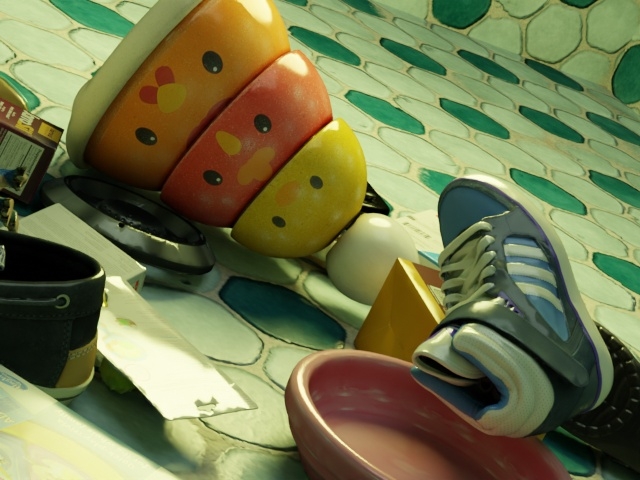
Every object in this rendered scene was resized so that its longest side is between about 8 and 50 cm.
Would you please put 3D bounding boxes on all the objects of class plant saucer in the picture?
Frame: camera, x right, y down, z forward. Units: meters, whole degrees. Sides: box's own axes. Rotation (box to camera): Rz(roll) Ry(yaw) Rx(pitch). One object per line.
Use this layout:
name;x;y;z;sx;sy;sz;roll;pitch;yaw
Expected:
plant saucer;0.107;0.234;1.720;0.332;0.084;0.332;23;18;-8

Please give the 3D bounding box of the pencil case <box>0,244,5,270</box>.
pencil case;-0.417;0.053;1.346;0.306;0.119;0.133;1;15;-21

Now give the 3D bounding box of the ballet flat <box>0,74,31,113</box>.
ballet flat;-0.476;-0.202;2.151;0.232;0.080;0.073;34;48;28

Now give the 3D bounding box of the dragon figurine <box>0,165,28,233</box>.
dragon figurine;-0.392;-0.042;1.745;0.144;0.085;0.289;11;25;-4

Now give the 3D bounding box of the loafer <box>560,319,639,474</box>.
loafer;0.385;0.227;2.101;0.366;0.134;0.130;41;-5;13

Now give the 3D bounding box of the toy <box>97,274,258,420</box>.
toy;-0.190;0.120;1.677;0.237;0.056;0.137;43;26;29

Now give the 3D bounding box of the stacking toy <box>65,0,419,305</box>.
stacking toy;-0.054;-0.101;2.120;0.480;0.350;0.350;41;20;3

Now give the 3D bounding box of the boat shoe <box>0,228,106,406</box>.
boat shoe;-0.429;0.005;1.517;0.500;0.156;0.187;21;21;-12

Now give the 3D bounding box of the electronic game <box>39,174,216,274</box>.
electronic game;-0.233;-0.018;1.993;0.229;0.048;0.229;25;11;-5

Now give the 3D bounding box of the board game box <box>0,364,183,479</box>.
board game box;-0.248;0.230;1.277;0.254;0.079;0.336;30;19;10

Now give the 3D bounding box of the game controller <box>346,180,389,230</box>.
game controller;0.001;-0.083;2.389;0.166;0.067;0.319;24;8;-13

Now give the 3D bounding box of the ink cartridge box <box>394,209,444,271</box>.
ink cartridge box;0.160;0.036;2.319;0.148;0.086;0.203;34;19;19

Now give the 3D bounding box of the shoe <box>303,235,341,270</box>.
shoe;0.000;0.000;2.242;0.219;0.058;0.076;33;20;18

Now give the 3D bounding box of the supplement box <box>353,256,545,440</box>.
supplement box;0.174;0.142;1.990;0.194;0.129;0.191;18;21;-23

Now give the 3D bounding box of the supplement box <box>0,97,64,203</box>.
supplement box;-0.413;-0.130;1.979;0.188;0.081;0.104;26;14;-11

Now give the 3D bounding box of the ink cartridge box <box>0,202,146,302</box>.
ink cartridge box;-0.301;0.037;1.804;0.145;0.045;0.179;35;39;21

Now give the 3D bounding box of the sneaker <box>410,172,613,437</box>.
sneaker;0.171;0.068;1.804;0.236;0.130;0.323;-7;62;-47
